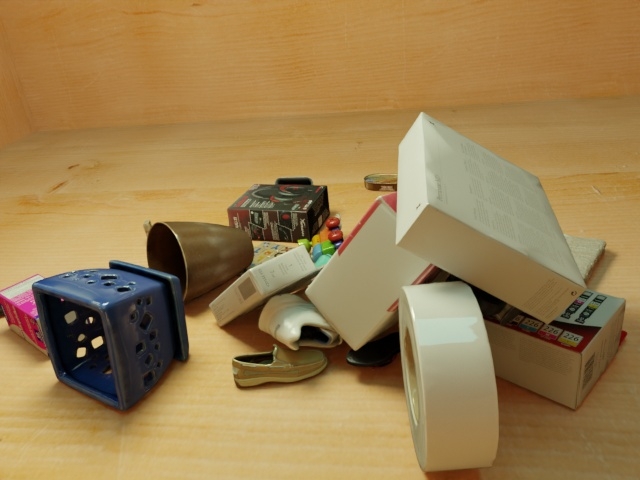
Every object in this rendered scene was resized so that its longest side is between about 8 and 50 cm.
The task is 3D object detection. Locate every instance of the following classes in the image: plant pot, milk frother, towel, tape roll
[{"bbox_3d":[-0.410,0.171,1.133,0.236,0.235,0.212,11,24,32],"label":"plant pot"},{"bbox_3d":[0.285,0.101,0.998,0.129,0.143,0.134,-23,57,-26],"label":"milk frother"},{"bbox_3d":[0.586,0.048,1.377,0.187,0.049,0.282,12,31,34],"label":"towel"},{"bbox_3d":[-0.298,0.040,1.434,0.230,0.215,0.215,-13,24,-40],"label":"plant pot"},{"bbox_3d":[0.189,0.206,0.859,0.100,0.286,0.286,-5,26,3],"label":"tape roll"}]

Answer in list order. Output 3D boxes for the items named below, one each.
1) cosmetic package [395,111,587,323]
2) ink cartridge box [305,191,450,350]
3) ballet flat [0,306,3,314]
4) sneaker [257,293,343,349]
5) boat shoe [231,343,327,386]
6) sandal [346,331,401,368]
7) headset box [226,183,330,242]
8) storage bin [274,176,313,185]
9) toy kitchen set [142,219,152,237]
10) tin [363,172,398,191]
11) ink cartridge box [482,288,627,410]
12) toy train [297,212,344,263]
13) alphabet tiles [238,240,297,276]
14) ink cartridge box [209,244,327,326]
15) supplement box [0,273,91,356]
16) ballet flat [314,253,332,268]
[{"bbox_3d":[0.278,-0.061,0.973,0.285,0.097,0.377,29,33,-10],"label":"cosmetic package"},{"bbox_3d":[0.195,0.027,1.137,0.160,0.279,0.385,47,37,18],"label":"ink cartridge box"},{"bbox_3d":[-0.877,0.186,1.421,0.173,0.049,0.057,-11,71,-9],"label":"ballet flat"},{"bbox_3d":[0.020,0.172,1.159,0.297,0.111,0.129,-9,32,-32],"label":"sneaker"},{"bbox_3d":[-0.081,0.239,1.091,0.190,0.072,0.068,-10,26,-9],"label":"boat shoe"},{"bbox_3d":[0.123,0.231,1.117,0.179,0.040,0.067,-10,27,-44],"label":"sandal"},{"bbox_3d":[-0.141,-0.092,1.751,0.293,0.110,0.218,3,28,18],"label":"headset box"},{"bbox_3d":[-0.083,-0.169,1.940,0.135,0.098,0.091,0,-2,12],"label":"storage bin"},{"bbox_3d":[-0.505,-0.021,1.721,0.083,0.075,0.068,-9,26,3],"label":"toy kitchen set"},{"bbox_3d":[0.252,-0.212,2.007,0.190,0.040,0.106,4,31,19],"label":"tin"},{"bbox_3d":[0.414,0.152,1.101,0.310,0.130,0.272,18,35,41],"label":"ink cartridge box"},{"bbox_3d":[0.000,0.000,1.560,0.144,0.105,0.248,-18,25,5],"label":"toy train"},{"bbox_3d":[-0.189,0.050,1.584,0.237,0.009,0.198,11,31,31],"label":"alphabet tiles"},{"bbox_3d":[-0.086,0.086,1.234,0.261,0.066,0.296,-23,-7,-33],"label":"ink cartridge box"},{"bbox_3d":[-0.655,0.173,1.308,0.220,0.111,0.114,15,33,39],"label":"supplement box"},{"bbox_3d":[0.066,0.108,1.350,0.087,0.083,0.247,-46,41,-19],"label":"ballet flat"}]
